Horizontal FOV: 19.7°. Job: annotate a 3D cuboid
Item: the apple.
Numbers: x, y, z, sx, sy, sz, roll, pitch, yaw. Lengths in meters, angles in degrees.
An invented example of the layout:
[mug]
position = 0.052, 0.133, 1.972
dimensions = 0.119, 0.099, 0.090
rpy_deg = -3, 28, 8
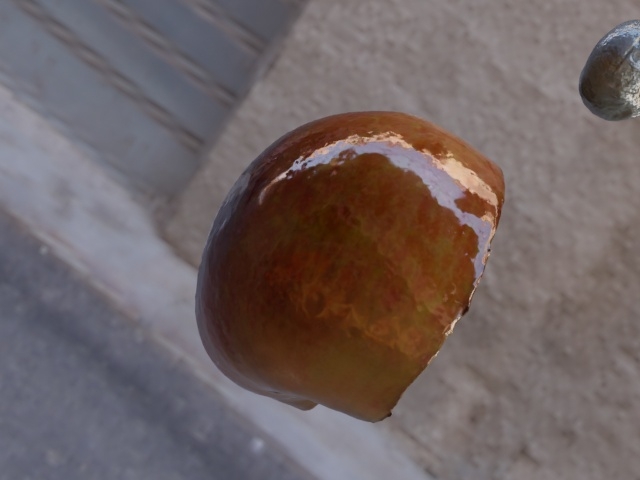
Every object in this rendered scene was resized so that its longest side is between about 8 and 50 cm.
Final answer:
[apple]
position = 0.000, 0.000, 1.420
dimensions = 0.163, 0.251, 0.293
rpy_deg = 29, -12, -18

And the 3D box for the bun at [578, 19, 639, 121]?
[bun]
position = 0.217, -0.117, 1.288
dimensions = 0.045, 0.083, 0.083
rpy_deg = 40, 20, 28
